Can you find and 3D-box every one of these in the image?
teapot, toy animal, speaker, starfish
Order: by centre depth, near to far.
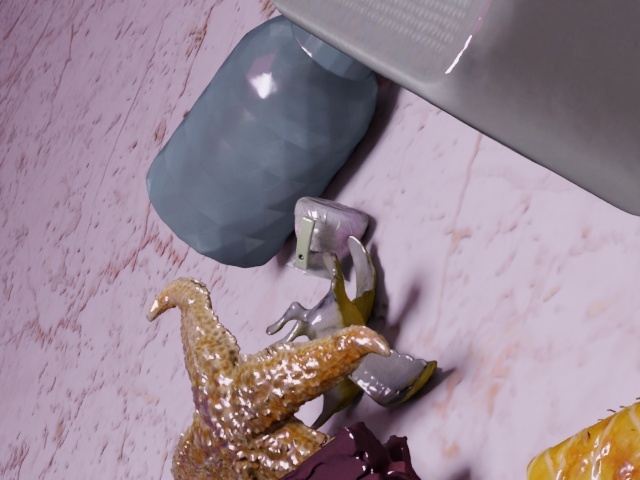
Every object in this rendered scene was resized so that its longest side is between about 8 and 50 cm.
[{"bbox_3d":[0.118,-0.168,1.151,0.183,0.184,0.406,-65,24,8],"label":"speaker"},{"bbox_3d":[-0.040,0.159,1.241,0.302,0.060,0.299,-20,83,48],"label":"starfish"},{"bbox_3d":[0.003,0.080,1.298,0.155,0.095,0.219,-53,26,21],"label":"toy animal"},{"bbox_3d":[0.000,0.000,1.401,0.083,0.064,0.064,-3,-70,-67],"label":"teapot"}]

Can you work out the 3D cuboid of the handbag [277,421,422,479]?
[{"bbox_3d":[0.008,0.254,1.114,0.216,0.074,0.203,-42,48,38],"label":"handbag"}]

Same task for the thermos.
[{"bbox_3d":[-0.022,-0.121,1.489,0.286,0.145,0.182,-50,-5,30],"label":"thermos"}]

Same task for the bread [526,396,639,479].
[{"bbox_3d":[0.180,0.151,0.886,0.188,0.068,0.125,-37,38,50],"label":"bread"}]
